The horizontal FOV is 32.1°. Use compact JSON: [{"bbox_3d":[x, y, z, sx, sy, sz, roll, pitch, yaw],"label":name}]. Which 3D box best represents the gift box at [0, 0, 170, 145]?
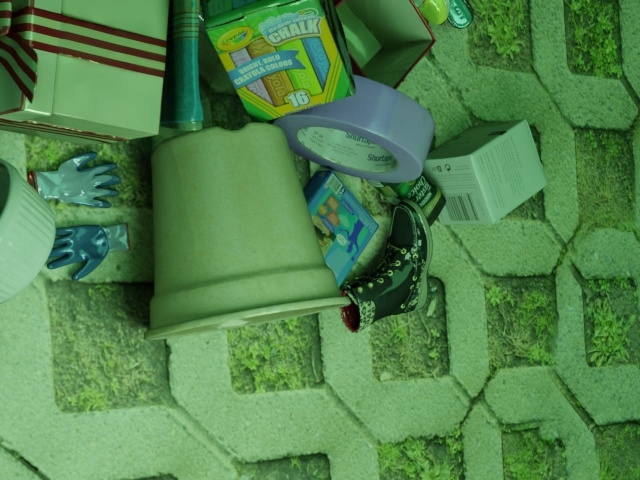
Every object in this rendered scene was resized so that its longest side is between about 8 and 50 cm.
[{"bbox_3d":[-0.385,-0.252,1.609,0.258,0.255,0.276,9,78,-40],"label":"gift box"}]

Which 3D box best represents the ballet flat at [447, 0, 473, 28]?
[{"bbox_3d":[0.242,-0.517,2.230,0.074,0.074,0.203,-47,116,-29],"label":"ballet flat"}]

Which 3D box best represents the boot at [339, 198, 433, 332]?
[{"bbox_3d":[0.121,0.053,2.100,0.179,0.085,0.236,-22,122,-35],"label":"boot"}]

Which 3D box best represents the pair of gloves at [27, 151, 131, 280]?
[{"bbox_3d":[-0.379,-0.039,1.762,0.159,0.023,0.198,-11,97,-36],"label":"pair of gloves"}]

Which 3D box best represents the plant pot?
[{"bbox_3d":[-0.142,-0.017,1.794,0.334,0.334,0.305,-5,82,-39],"label":"plant pot"}]

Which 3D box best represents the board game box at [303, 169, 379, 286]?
[{"bbox_3d":[0.000,0.000,2.048,0.160,0.047,0.210,49,62,-29],"label":"board game box"}]

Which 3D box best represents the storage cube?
[{"bbox_3d":[0.051,-0.364,1.994,0.183,0.193,0.215,-51,120,-27],"label":"storage cube"}]

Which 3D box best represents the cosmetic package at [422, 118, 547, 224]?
[{"bbox_3d":[0.328,-0.137,2.244,0.184,0.151,0.151,-34,110,-35],"label":"cosmetic package"}]

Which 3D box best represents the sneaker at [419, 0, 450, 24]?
[{"bbox_3d":[0.169,-0.498,2.165,0.094,0.081,0.208,-46,106,-29],"label":"sneaker"}]

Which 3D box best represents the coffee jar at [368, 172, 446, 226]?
[{"bbox_3d":[0.165,-0.104,2.159,0.184,0.079,0.096,48,63,-29],"label":"coffee jar"}]

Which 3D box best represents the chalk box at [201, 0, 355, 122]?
[{"bbox_3d":[-0.077,-0.351,1.696,0.289,0.179,0.180,63,14,-50],"label":"chalk box"}]

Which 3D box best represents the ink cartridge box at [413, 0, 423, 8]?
[{"bbox_3d":[0.131,-0.595,2.083,0.239,0.060,0.275,32,70,-15],"label":"ink cartridge box"}]

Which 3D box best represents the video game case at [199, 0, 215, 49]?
[{"bbox_3d":[-0.167,-0.523,1.920,0.329,0.036,0.300,50,62,-28],"label":"video game case"}]

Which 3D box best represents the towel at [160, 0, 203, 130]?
[{"bbox_3d":[-0.226,-0.355,1.702,0.040,0.271,0.370,-1,98,-22],"label":"towel"}]

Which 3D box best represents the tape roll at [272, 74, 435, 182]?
[{"bbox_3d":[0.058,-0.196,1.948,0.275,0.275,0.090,29,72,-35],"label":"tape roll"}]

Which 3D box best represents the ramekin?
[{"bbox_3d":[-0.473,-0.004,1.578,0.109,0.207,0.207,44,64,-41],"label":"ramekin"}]
